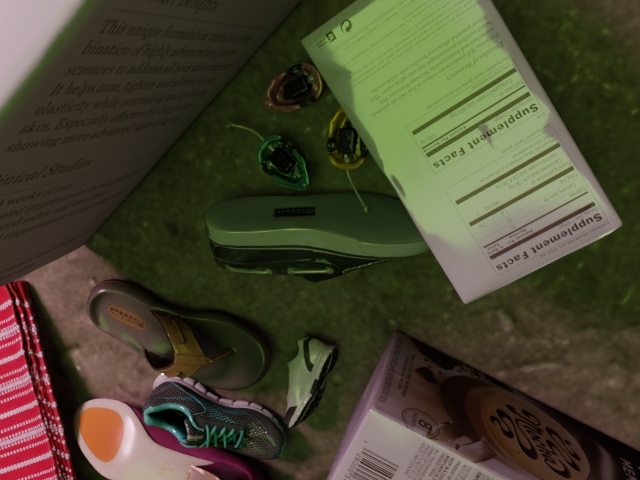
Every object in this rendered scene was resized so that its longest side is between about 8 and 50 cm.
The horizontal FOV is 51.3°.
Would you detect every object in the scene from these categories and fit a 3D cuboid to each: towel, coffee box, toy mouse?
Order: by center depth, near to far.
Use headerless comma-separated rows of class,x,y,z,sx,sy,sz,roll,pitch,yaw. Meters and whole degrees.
coffee box,0.168,0.224,0.613,0.297,0.168,0.118,26,110,5
toy mouse,-0.021,-0.109,0.637,0.143,0.031,0.161,2,102,21
towel,-0.397,0.196,0.783,0.199,0.031,0.274,-19,84,19

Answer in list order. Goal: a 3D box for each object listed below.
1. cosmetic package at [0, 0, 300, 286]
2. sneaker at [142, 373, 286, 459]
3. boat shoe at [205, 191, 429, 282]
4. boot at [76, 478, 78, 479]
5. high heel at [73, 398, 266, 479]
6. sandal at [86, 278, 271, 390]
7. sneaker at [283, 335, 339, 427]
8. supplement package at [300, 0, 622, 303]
cosmetic package,-0.280,-0.186,0.523,0.394,0.329,0.327,-43,91,20
sneaker,-0.120,0.205,0.727,0.167,0.076,0.065,20,110,8
boat shoe,0.000,0.000,0.647,0.219,0.077,0.070,3,129,9
boot,-0.268,0.328,0.801,0.165,0.077,0.213,40,111,3
high heel,-0.173,0.247,0.772,0.244,0.117,0.082,11,77,27
sandal,-0.161,0.106,0.718,0.219,0.060,0.090,24,110,7
sneaker,-0.018,0.150,0.711,0.044,0.040,0.109,29,107,22
supplement package,0.118,-0.097,0.550,0.134,0.139,0.244,-31,97,21
